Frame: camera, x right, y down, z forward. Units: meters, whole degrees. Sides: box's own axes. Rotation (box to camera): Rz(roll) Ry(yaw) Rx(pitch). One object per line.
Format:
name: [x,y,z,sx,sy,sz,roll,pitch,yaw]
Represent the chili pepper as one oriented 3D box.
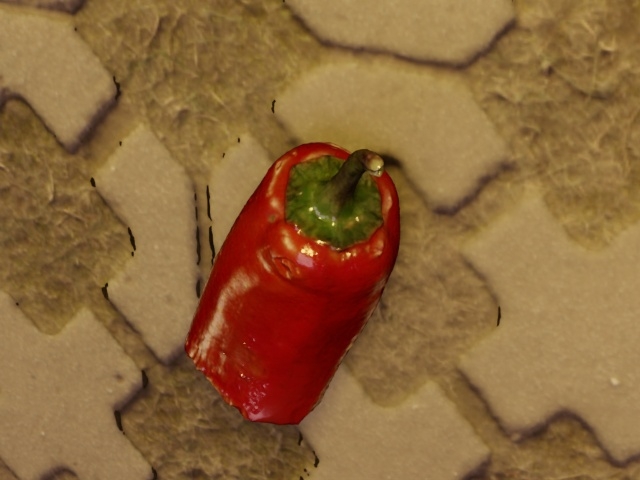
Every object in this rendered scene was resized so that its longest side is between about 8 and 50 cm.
chili pepper: [-0.001,-0.004,1.364,0.134,0.131,0.338,45,139,21]
